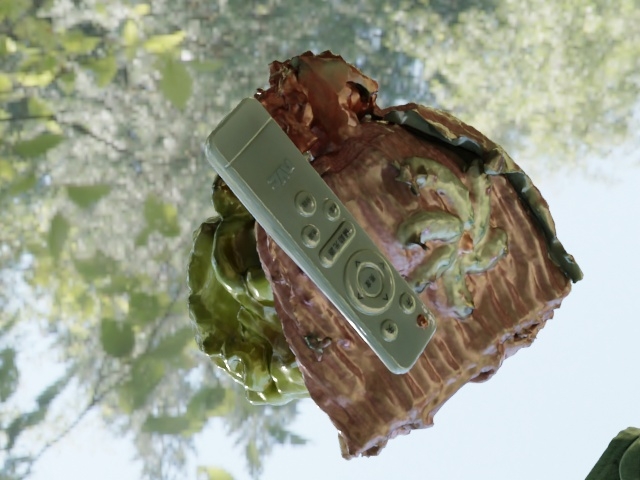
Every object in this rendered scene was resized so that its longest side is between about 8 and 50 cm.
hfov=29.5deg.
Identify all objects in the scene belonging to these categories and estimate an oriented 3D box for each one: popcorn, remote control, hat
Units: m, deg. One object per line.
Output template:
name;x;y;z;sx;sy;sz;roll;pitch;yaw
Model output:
popcorn;-0.009;0.035;1.189;0.270;0.258;0.224;44;-130;6
remote control;0.000;0.000;0.711;0.027;0.184;0.050;-21;-156;51
hat;0.050;-0.010;0.875;0.236;0.286;0.107;-35;-169;-20

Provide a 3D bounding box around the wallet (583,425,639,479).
wallet;0.425;0.317;1.287;0.342;0.075;0.237;17;-135;38
